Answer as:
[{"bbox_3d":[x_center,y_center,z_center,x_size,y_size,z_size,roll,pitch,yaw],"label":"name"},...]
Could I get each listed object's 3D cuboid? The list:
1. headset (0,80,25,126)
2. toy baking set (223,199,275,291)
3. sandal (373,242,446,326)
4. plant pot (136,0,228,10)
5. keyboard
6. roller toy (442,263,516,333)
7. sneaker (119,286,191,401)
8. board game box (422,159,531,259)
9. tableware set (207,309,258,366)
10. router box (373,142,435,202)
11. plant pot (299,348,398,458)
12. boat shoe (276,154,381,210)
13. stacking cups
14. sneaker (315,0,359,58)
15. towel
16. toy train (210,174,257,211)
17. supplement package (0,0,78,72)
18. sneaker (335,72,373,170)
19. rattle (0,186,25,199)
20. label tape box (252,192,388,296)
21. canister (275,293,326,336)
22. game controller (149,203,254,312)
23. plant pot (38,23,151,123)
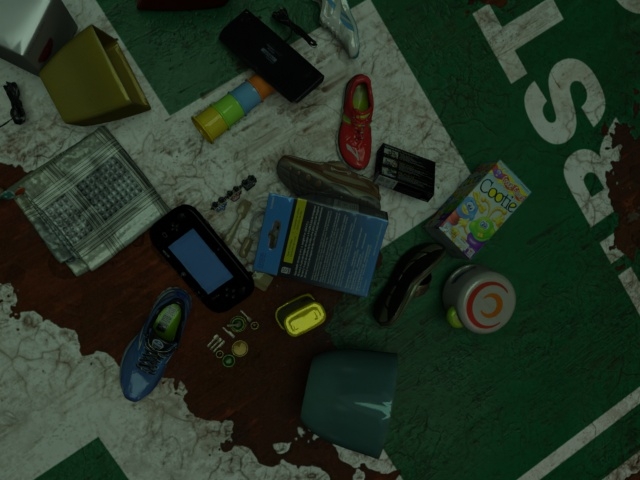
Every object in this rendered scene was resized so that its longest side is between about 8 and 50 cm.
[{"bbox_3d":[-0.953,-0.306,1.606,0.394,0.243,0.185,-12,74,-25],"label":"headset"},{"bbox_3d":[-0.202,0.021,1.854,0.197,0.030,0.256,-36,103,-13],"label":"toy baking set"},{"bbox_3d":[0.268,0.131,1.921,0.086,0.120,0.303,39,86,-38],"label":"sandal"},{"bbox_3d":[-0.339,-0.753,1.696,0.236,0.267,0.267,4,91,-24],"label":"plant pot"},{"bbox_3d":[-0.115,-0.537,1.798,0.317,0.033,0.201,44,80,11],"label":"keyboard"},{"bbox_3d":[0.474,0.172,1.932,0.209,0.146,0.191,11,99,-17],"label":"roller toy"},{"bbox_3d":[-0.456,0.284,1.751,0.130,0.147,0.330,23,88,-11],"label":"sneaker"},{"bbox_3d":[0.463,-0.091,1.923,0.142,0.144,0.275,44,83,-9],"label":"board game box"},{"bbox_3d":[-0.243,0.286,1.855,0.154,0.024,0.104,-46,100,-7],"label":"tableware set"},{"bbox_3d":[0.250,-0.200,1.894,0.179,0.046,0.133,19,53,-11],"label":"router box"},{"bbox_3d":[0.072,0.438,1.800,0.235,0.293,0.293,11,90,2],"label":"plant pot"},{"bbox_3d":[0.027,-0.170,1.858,0.324,0.123,0.116,24,54,-14],"label":"boat shoe"},{"bbox_3d":[-0.216,-0.406,1.812,0.316,0.096,0.096,-42,99,-12],"label":"stacking cups"},{"bbox_3d":[0.049,-0.628,1.858,0.092,0.087,0.228,-21,89,-3],"label":"sneaker"},{"bbox_3d":[-0.628,-0.104,1.750,0.324,0.056,0.312,-37,98,-7],"label":"towel"},{"bbox_3d":[-0.247,-0.131,1.840,0.158,0.027,0.036,-38,109,-8],"label":"toy train"},{"bbox_3d":[-0.742,-0.536,1.592,0.175,0.293,0.177,26,87,-11],"label":"supplement package"},{"bbox_3d":[0.105,-0.342,1.855,0.107,0.118,0.279,-1,91,-10],"label":"sneaker"},{"bbox_3d":[-0.887,-0.088,1.672,0.200,0.130,0.142,11,88,-19],"label":"rattle"},{"bbox_3d":[0.000,0.000,1.811,0.334,0.106,0.240,14,109,-1],"label":"label tape box"},{"bbox_3d":[-0.058,0.210,1.815,0.126,0.170,0.073,-27,97,-9],"label":"canister"},{"bbox_3d":[-0.328,0.054,1.783,0.166,0.067,0.319,-36,101,12],"label":"game controller"},{"bbox_3d":[-0.597,-0.407,1.680,0.187,0.212,0.212,-25,97,2],"label":"plant pot"}]
